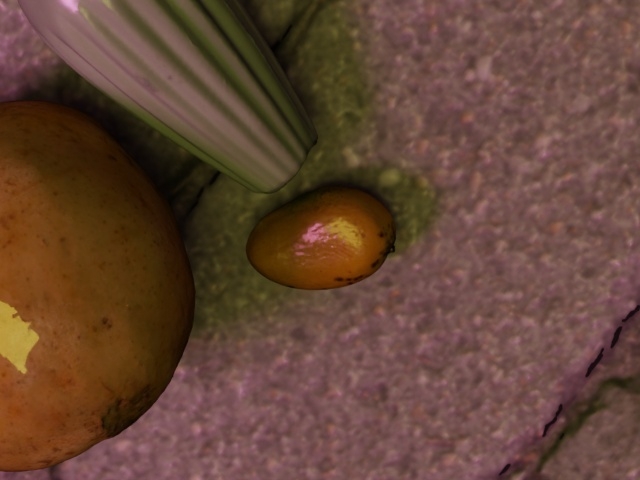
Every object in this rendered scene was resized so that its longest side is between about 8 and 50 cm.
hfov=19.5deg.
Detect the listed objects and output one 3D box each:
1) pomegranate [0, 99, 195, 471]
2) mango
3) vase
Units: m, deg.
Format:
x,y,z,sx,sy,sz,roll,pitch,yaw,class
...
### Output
x,y,z,sx,sy,sz,roll,pitch,yaw,class
-0.218,0.037,1.315,0.260,0.260,0.260,1,110,4,pomegranate
0.000,0.000,1.380,0.114,0.057,0.079,-11,117,12,mango
-0.101,-0.136,1.306,0.128,0.128,0.248,-37,113,16,vase
